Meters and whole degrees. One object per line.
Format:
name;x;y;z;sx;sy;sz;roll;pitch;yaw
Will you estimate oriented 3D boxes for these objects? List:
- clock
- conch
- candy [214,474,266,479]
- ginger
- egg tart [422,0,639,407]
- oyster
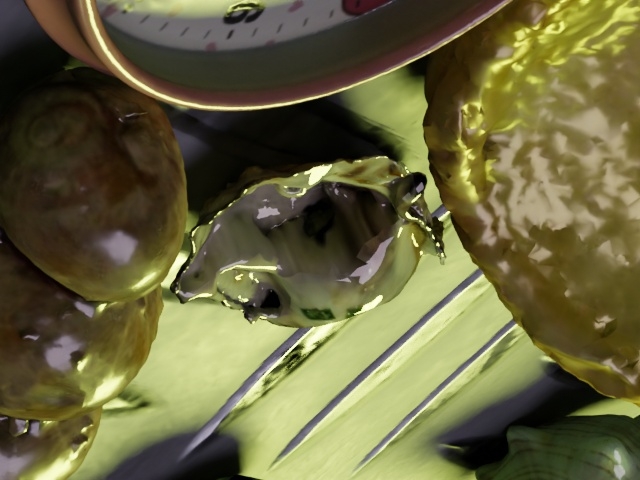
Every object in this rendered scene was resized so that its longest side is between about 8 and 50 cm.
clock;0.017;-0.132;0.596;0.244;0.056;0.244;-26;155;-13
conch;0.178;0.161;1.184;0.234;0.137;0.114;-17;166;-20
candy;-0.111;0.155;0.919;0.305;0.091;0.083;6;135;-44
ginger;-0.101;0.024;0.696;0.104;0.080;0.204;-3;143;-38
egg tart;0.183;-0.051;0.770;0.123;0.294;0.294;-60;178;-46
oyster;-0.002;0.003;0.807;0.108;0.053;0.166;-32;154;4
